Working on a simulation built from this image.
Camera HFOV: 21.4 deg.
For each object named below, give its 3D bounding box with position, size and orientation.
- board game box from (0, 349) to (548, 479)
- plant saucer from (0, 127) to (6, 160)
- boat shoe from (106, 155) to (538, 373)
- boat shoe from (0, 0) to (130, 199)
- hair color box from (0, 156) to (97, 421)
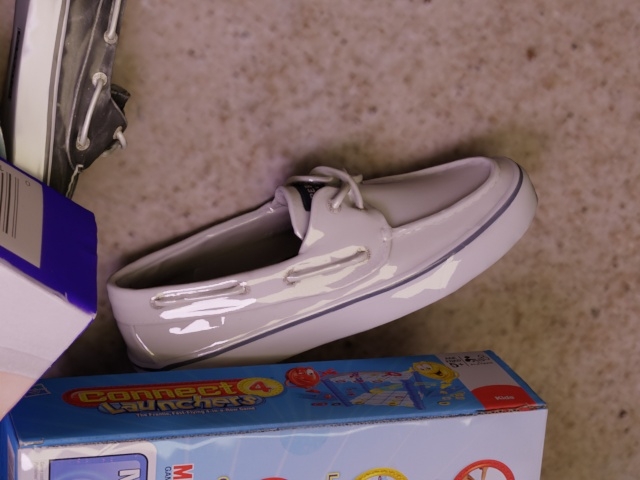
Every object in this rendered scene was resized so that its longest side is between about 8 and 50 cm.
[{"bbox_3d":[-0.035,0.227,0.997,0.301,0.086,0.308,-2,110,-18],"label":"board game box"},{"bbox_3d":[-0.266,-0.050,0.926,0.195,0.037,0.195,0,113,-1],"label":"plant saucer"},{"bbox_3d":[0.000,0.000,1.021,0.267,0.096,0.088,-22,120,0],"label":"boat shoe"},{"bbox_3d":[-0.141,-0.073,0.952,0.070,0.078,0.219,5,107,-18],"label":"boat shoe"},{"bbox_3d":[-0.292,0.081,0.902,0.185,0.110,0.339,33,114,-25],"label":"hair color box"}]
